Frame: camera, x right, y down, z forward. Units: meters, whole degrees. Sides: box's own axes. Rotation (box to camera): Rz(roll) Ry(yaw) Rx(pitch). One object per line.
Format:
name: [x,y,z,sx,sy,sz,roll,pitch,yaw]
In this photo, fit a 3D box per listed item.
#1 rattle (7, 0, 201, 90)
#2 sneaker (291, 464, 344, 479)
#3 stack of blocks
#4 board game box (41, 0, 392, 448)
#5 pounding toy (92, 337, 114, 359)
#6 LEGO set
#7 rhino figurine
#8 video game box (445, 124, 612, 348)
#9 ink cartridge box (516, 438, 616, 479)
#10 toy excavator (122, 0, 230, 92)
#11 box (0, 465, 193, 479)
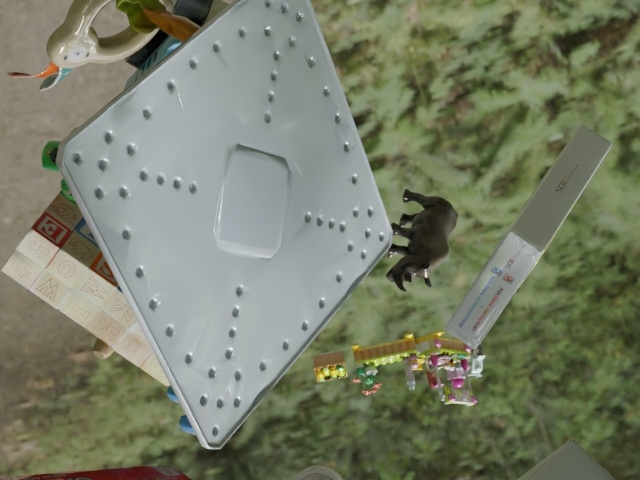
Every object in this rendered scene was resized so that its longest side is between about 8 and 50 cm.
rattle: [-0.233,-0.200,1.326,0.199,0.143,0.130,-39,173,-4]
sneaker: [-0.071,0.426,1.660,0.262,0.099,0.121,-52,174,3]
stack of blocks: [-0.235,0.053,1.530,0.297,0.171,0.087,36,123,-10]
board game box: [-0.089,-0.042,1.296,0.050,0.390,0.390,6,-139,39]
pounding toy: [-0.257,0.116,1.976,0.269,0.154,0.155,-14,134,37]
LEGO set: [0.135,0.205,1.781,0.287,0.107,0.132,0,158,-29]
rhino figurine: [0.171,0.005,2.046,0.106,0.243,0.073,8,131,13]
video game box: [0.227,-0.004,1.299,0.205,0.048,0.187,-50,172,-40]
ink cartridge box: [0.214,0.336,1.166,0.171,0.168,0.233,-40,168,-24]
toy excavator: [-0.272,-0.170,2.058,0.222,0.445,0.433,27,150,-21]
box: [-0.212,0.281,0.946,0.300,0.154,0.142,7,-172,-44]
